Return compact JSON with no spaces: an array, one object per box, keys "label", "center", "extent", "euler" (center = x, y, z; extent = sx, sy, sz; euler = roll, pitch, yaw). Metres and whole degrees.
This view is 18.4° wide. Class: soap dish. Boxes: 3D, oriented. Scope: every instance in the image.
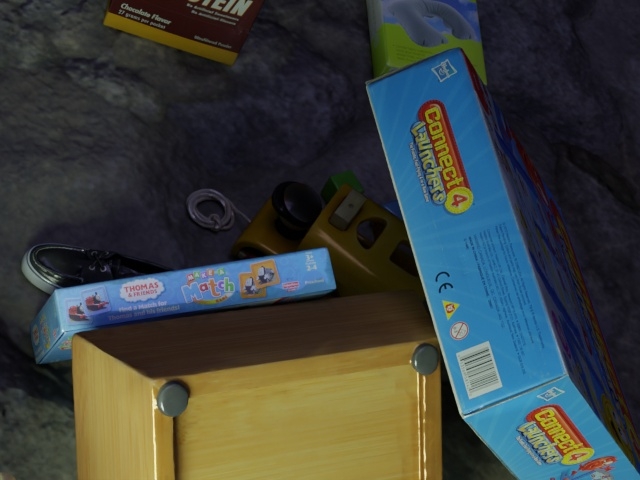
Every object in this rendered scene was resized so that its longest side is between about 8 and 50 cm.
[{"label":"soap dish","center":[-0.036,0.167,1.476],"extent":[0.291,0.118,0.229],"euler":[-6,101,-29]}]

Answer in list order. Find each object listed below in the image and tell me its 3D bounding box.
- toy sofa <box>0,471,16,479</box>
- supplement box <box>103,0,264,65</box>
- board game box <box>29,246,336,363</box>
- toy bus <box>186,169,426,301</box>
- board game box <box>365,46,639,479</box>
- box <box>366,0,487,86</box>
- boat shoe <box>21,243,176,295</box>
[{"label":"toy sofa","center":[-0.370,0.173,1.251],"extent":[0.362,0.177,0.150],"euler":[38,22,-35]},{"label":"supplement box","center":[-0.098,-0.304,1.808],"extent":[0.129,0.194,0.191],"euler":[17,51,-12]},{"label":"board game box","center":[-0.111,0.052,1.540],"extent":[0.211,0.160,0.039],"euler":[-9,81,-17]},{"label":"toy bus","center":[0.012,0.003,1.691],"extent":[0.202,0.104,0.191],"euler":[-3,57,-26]},{"label":"board game box","center":[0.159,0.048,1.611],"extent":[0.086,0.302,0.308],"euler":[-22,59,12]},{"label":"box","center":[0.100,-0.219,1.936],"extent":[0.109,0.042,0.178],"euler":[9,54,-19]},{"label":"boat shoe","center":[-0.174,0.027,1.632],"extent":[0.142,0.040,0.049],"euler":[16,51,-13]}]
